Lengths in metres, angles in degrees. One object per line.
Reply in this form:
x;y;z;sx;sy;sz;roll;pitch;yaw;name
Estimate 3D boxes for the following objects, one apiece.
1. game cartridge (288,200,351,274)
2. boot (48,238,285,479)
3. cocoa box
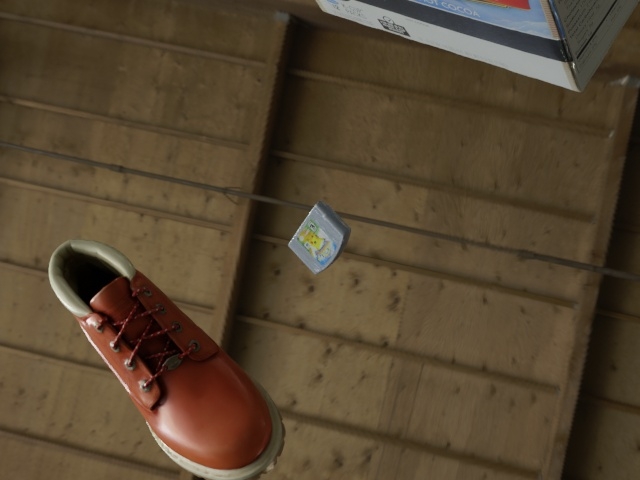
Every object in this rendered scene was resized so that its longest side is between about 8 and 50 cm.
0.000;0.000;1.084;0.056;0.017;0.083;43;-45;9;game cartridge
-0.083;0.059;0.495;0.059;0.085;0.158;-43;-123;-14;boot
0.141;-0.339;0.952;0.347;0.228;0.231;27;-99;33;cocoa box
